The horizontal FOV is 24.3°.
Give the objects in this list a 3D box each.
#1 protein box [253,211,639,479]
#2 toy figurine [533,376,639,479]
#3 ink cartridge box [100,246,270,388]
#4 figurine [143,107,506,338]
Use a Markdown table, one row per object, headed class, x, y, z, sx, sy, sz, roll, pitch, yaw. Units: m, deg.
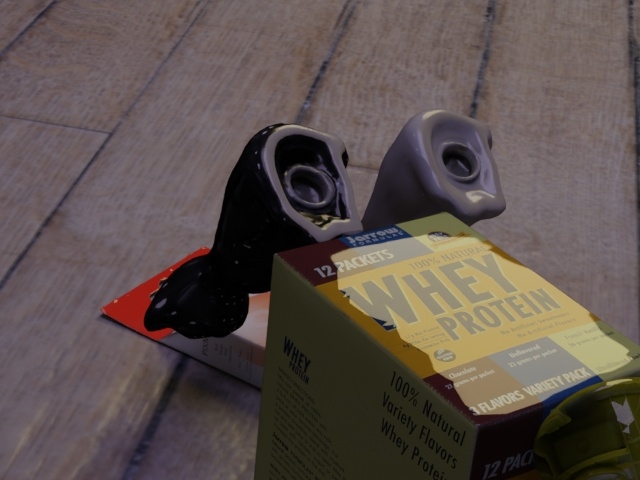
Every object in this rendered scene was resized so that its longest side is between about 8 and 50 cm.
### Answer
| class | x | y | z | sx | sy | sz | roll | pitch | yaw |
| --- | --- | --- | --- | --- | --- | --- | --- | --- | --- |
| protein box | 0.071 | 0.122 | 0.905 | 0.136 | 0.201 | 0.200 | -15 | 35 | -32 |
| toy figurine | 0.293 | 0.206 | 0.782 | 0.363 | 0.191 | 0.217 | 27 | 41 | -35 |
| ink cartridge box | -0.061 | 0.045 | 1.180 | 0.179 | 0.045 | 0.145 | 24 | 33 | 24 |
| figurine | 0.000 | 0.000 | 1.053 | 0.215 | 0.209 | 0.092 | -10 | 67 | -37 |
